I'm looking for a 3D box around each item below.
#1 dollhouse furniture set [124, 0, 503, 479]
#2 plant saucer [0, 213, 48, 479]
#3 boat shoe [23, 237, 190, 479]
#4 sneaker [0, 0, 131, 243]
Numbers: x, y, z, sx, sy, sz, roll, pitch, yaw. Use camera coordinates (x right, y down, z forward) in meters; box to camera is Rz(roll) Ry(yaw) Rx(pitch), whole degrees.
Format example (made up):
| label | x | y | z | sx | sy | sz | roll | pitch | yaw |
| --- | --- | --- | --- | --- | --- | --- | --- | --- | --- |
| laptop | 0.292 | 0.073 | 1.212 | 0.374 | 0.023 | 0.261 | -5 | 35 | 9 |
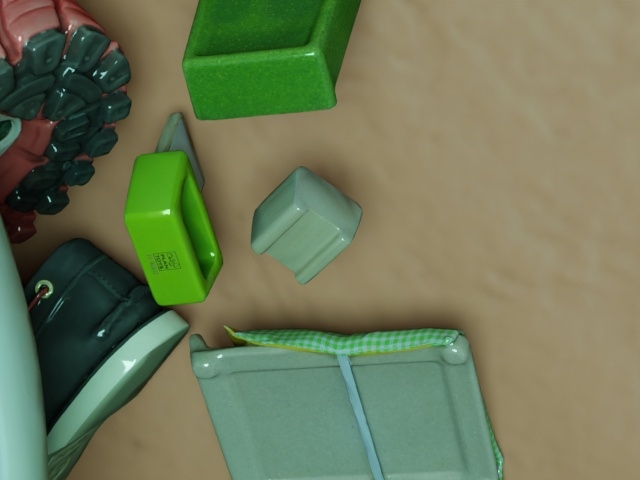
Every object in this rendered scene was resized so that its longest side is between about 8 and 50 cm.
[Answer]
| label | x | y | z | sx | sy | sz | roll | pitch | yaw |
| --- | --- | --- | --- | --- | --- | --- | --- | --- | --- |
| dollhouse furniture set | 0.000 | 0.000 | 0.471 | 0.076 | 0.058 | 0.151 | -5 | 128 | 15 |
| plant saucer | -0.265 | 0.042 | 0.417 | 0.401 | 0.100 | 0.400 | 5 | 114 | 12 |
| boat shoe | -0.088 | 0.054 | 0.513 | 0.042 | 0.049 | 0.133 | 43 | 117 | 7 |
| sneaker | -0.138 | -0.007 | 0.499 | 0.225 | 0.088 | 0.092 | -47 | 69 | 29 |
